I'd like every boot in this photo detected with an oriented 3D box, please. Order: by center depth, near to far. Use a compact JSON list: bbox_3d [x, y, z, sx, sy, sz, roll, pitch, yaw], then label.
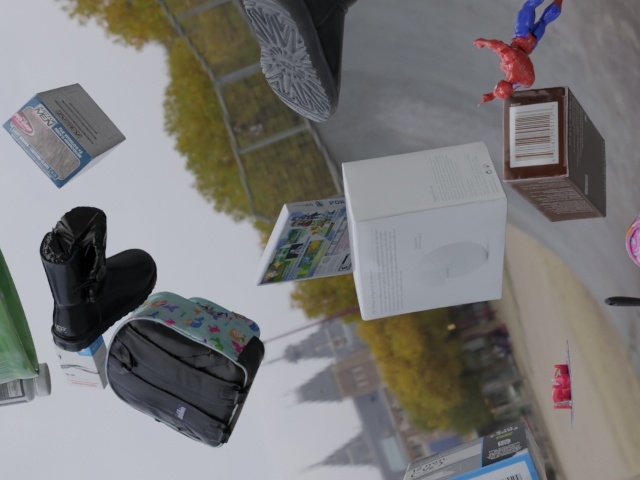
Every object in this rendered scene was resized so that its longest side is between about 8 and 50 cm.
[{"bbox_3d":[-0.338,0.030,1.521,0.246,0.094,0.207,-49,-25,-46],"label":"boot"},{"bbox_3d":[0.075,-0.458,1.658,0.146,0.445,0.367,31,163,18],"label":"boot"}]

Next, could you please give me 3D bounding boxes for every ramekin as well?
[{"bbox_3d":[-0.610,0.119,1.690,0.303,0.148,0.304,160,90,-78],"label":"ramekin"}]

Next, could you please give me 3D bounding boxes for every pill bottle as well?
[{"bbox_3d":[-0.592,0.277,1.869,0.078,0.137,0.078,172,90,-81],"label":"pill bottle"}]

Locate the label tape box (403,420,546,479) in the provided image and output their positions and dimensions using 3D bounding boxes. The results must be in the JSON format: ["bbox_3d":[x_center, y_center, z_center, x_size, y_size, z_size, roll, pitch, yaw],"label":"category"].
[{"bbox_3d":[0.290,0.441,1.832,0.347,0.249,0.115,-25,-88,-79],"label":"label tape box"}]

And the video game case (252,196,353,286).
[{"bbox_3d":[0.000,0.000,2.561,0.036,0.299,0.329,67,149,29],"label":"video game case"}]

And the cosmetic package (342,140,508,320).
[{"bbox_3d":[0.156,-0.013,1.490,0.224,0.224,0.138,83,176,-46],"label":"cosmetic package"}]

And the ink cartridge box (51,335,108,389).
[{"bbox_3d":[-0.556,0.291,2.306,0.060,0.104,0.180,-64,-29,-50],"label":"ink cartridge box"}]

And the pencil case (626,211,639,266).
[{"bbox_3d":[0.657,-0.062,1.811,0.284,0.124,0.124,-49,-56,-44],"label":"pencil case"}]

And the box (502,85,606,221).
[{"bbox_3d":[0.502,-0.171,2.058,0.381,0.143,0.191,23,-113,-62],"label":"box"}]

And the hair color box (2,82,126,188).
[{"bbox_3d":[-0.546,-0.234,2.109,0.174,0.105,0.347,49,-172,-9],"label":"hair color box"}]

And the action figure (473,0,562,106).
[{"bbox_3d":[0.322,-0.338,1.656,0.091,0.139,0.280,43,-124,-29],"label":"action figure"}]

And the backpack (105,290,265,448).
[{"bbox_3d":[-0.238,0.210,1.699,0.191,0.253,0.225,-66,-2,-60],"label":"backpack"}]

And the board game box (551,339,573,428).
[{"bbox_3d":[0.419,0.252,1.697,0.169,0.033,0.133,63,-154,-63],"label":"board game box"}]

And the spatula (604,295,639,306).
[{"bbox_3d":[0.753,0.129,2.173,0.084,0.296,0.030,134,128,-57],"label":"spatula"}]
